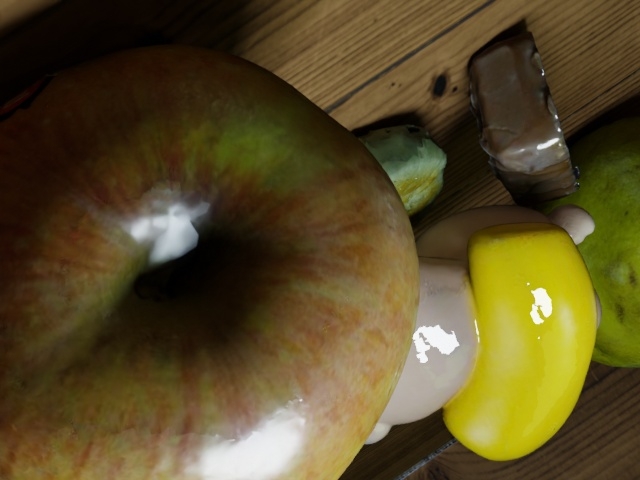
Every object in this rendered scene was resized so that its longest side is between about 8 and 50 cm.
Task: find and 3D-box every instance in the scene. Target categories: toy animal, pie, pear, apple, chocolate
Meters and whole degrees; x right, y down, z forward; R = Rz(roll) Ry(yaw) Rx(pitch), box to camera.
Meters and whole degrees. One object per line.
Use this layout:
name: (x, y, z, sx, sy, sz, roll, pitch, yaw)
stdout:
toy animal: (0.161, 0.094, 1.974, 0.345, 0.277, 0.247, -19, -156, 14)
pie: (0.000, 0.000, 1.970, 0.371, 0.078, 0.296, -40, 161, 20)
pear: (0.438, -0.003, 2.345, 0.352, 0.352, 0.413, -36, -179, 3)
apple: (-0.123, 0.047, 1.372, 0.400, 0.400, 0.333, -31, 175, -13)
chocolate: (0.219, -0.126, 1.925, 0.093, 0.148, 0.214, -21, 161, 7)
